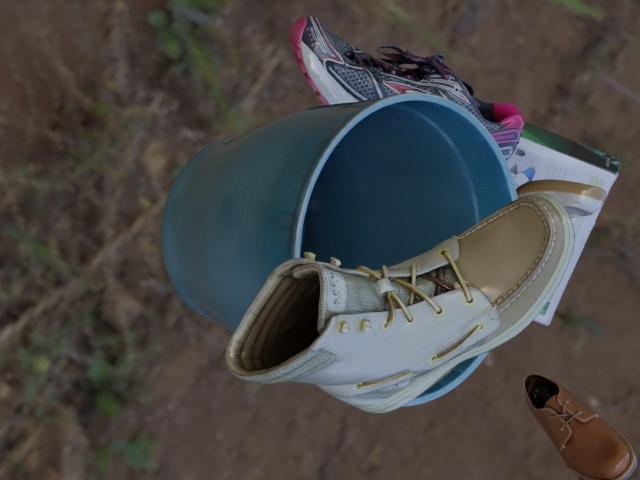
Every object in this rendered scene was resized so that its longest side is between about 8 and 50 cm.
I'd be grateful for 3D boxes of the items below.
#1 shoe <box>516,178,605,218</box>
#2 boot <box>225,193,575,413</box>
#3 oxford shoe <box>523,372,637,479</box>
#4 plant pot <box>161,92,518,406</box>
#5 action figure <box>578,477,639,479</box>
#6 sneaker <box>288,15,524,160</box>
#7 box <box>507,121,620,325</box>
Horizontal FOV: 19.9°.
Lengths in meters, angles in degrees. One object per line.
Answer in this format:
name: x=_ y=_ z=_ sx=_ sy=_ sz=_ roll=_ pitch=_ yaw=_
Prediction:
shoe: x=0.223 y=-0.024 z=1.948 sx=0.219 sy=0.076 sz=0.058 roll=-10 pitch=-107 yaw=56
boot: x=0.054 y=0.035 z=1.211 sx=0.213 sy=0.077 sz=0.165 roll=-41 pitch=148 yaw=23
oxford shoe: x=0.311 y=0.232 z=2.253 sx=0.076 sy=0.212 sz=0.076 roll=-44 pitch=126 yaw=-3
plant pot: x=0.000 y=0.000 z=1.668 sx=0.255 sy=0.272 sz=0.272 roll=6 pitch=-132 yaw=49
action figure: x=0.376 y=0.332 z=2.258 sx=0.285 sy=0.185 sz=0.099 roll=-2 pitch=105 yaw=-54
sneaker: x=0.091 y=-0.170 z=2.043 sx=0.112 sy=0.299 sz=0.121 roll=-50 pitch=-154 yaw=21
box: x=0.184 y=-0.055 z=2.298 sx=0.058 sy=0.322 sz=0.232 roll=-67 pitch=179 yaw=-64
